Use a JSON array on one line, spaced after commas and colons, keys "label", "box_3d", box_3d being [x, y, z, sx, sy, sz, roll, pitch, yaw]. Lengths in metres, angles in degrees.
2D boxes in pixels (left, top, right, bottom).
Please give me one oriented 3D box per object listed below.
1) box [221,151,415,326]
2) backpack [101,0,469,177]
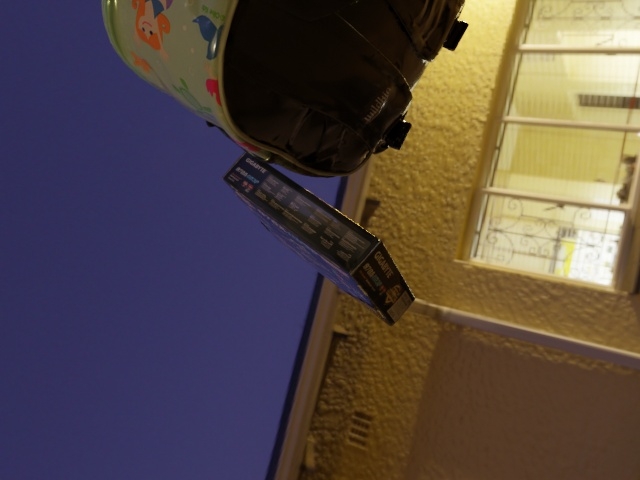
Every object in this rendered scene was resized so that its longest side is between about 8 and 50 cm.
[{"label": "box", "box_3d": [0.000, 0.000, 0.721, 0.051, 0.220, 0.175, -49, -33, -7]}, {"label": "backpack", "box_3d": [-0.020, -0.170, 0.399, 0.225, 0.191, 0.253, -59, -15, 12]}]
